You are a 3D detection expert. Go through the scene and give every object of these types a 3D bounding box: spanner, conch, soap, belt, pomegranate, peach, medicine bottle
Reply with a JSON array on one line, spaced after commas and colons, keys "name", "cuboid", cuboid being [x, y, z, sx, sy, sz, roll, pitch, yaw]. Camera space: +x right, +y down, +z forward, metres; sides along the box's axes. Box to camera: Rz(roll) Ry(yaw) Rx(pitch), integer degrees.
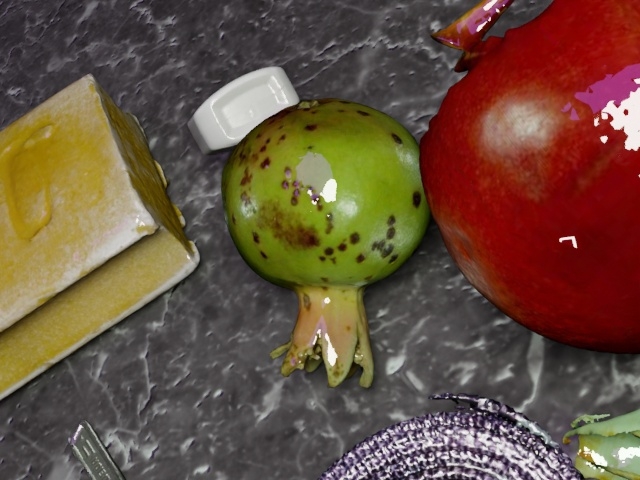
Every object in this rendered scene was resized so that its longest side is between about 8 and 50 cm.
[{"name": "spanner", "cuboid": [-0.192, 0.307, 0.973, 0.093, 0.026, 0.325, -45, 54, -3]}, {"name": "conch", "cuboid": [0.294, 0.189, 0.780, 0.170, 0.079, 0.105, -16, 52, 35]}, {"name": "soap", "cuboid": [-0.350, -0.005, 1.134, 0.335, 0.156, 0.293, -32, 51, 6]}, {"name": "belt", "cuboid": [0.095, 0.296, 0.774, 0.325, 0.122, 0.260, -43, 66, -2]}, {"name": "pomegranate", "cuboid": [-0.008, -0.008, 0.956, 0.231, 0.231, 0.286, 23, 104, 32]}, {"name": "peach", "cuboid": [0.295, -0.072, 0.751, 0.406, 0.335, 0.310, -25, 56, 4]}, {"name": "medicine bottle", "cuboid": [-0.095, -0.148, 1.071, 0.119, 0.183, 0.069, -32, 96, -10]}]
